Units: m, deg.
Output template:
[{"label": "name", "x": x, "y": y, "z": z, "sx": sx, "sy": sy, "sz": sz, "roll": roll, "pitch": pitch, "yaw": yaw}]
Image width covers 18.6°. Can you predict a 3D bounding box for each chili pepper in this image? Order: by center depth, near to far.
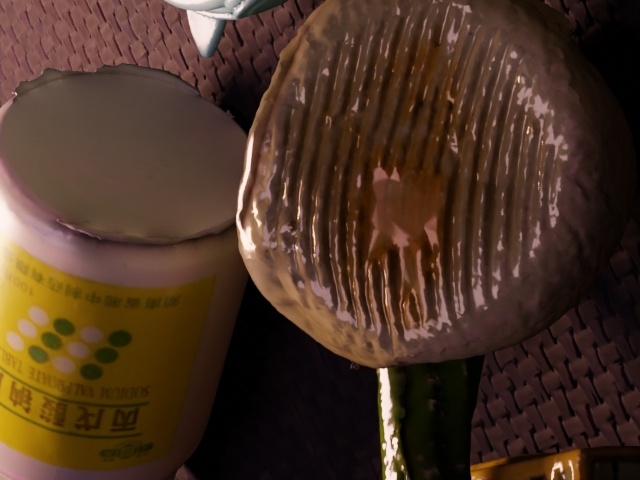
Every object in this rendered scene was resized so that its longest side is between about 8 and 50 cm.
[{"label": "chili pepper", "x": 0.062, "y": 0.136, "z": 1.208, "sx": 0.085, "sy": 0.076, "sz": 0.359, "roll": 2, "pitch": 73, "yaw": 16}]

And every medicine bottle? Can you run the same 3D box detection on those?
[{"label": "medicine bottle", "x": -0.176, "y": 0.068, "z": 1.510, "sx": 0.213, "sy": 0.213, "sz": 0.378, "roll": 46, "pitch": 139, "yaw": 30}]

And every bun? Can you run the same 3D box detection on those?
[{"label": "bun", "x": 0.068, "y": -0.046, "z": 1.152, "sx": 0.244, "sy": 0.153, "sz": 0.244, "roll": 0, "pitch": 88, "yaw": 15}]

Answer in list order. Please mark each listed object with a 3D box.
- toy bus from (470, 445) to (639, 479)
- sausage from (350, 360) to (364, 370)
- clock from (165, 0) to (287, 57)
[{"label": "toy bus", "x": 0.144, "y": 0.195, "z": 1.226, "sx": 0.335, "sy": 0.121, "sz": 0.123, "roll": -23, "pitch": 65, "yaw": 54}, {"label": "sausage", "x": 0.000, "y": 0.000, "z": 1.403, "sx": 0.028, "sy": 0.025, "sz": 0.198, "roll": -15, "pitch": 95, "yaw": 10}, {"label": "clock", "x": -0.071, "y": -0.264, "z": 1.316, "sx": 0.223, "sy": 0.094, "sz": 0.274, "roll": 49, "pitch": 142, "yaw": 27}]
